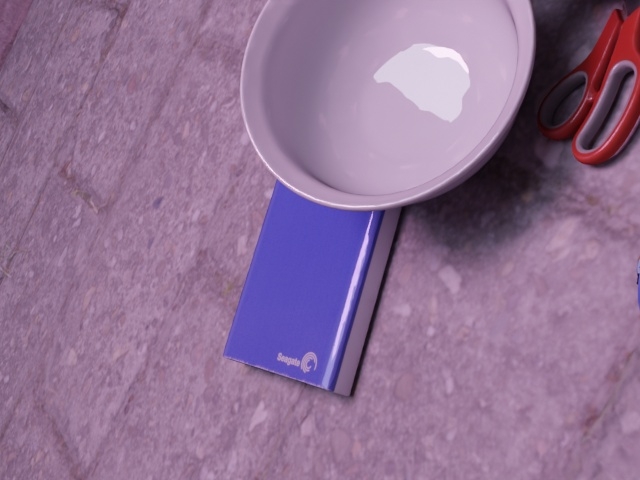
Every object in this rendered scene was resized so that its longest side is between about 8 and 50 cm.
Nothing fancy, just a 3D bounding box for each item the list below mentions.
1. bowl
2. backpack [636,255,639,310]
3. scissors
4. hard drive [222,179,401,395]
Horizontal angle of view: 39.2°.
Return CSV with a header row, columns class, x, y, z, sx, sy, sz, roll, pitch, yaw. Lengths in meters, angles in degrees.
class,x,y,z,sx,sy,sz,roll,pitch,yaw
bowl,0.078,-0.154,0.893,0.298,0.134,0.298,-7,72,23
backpack,0.282,0.012,0.556,0.117,0.173,0.158,16,84,54
scissors,0.286,-0.207,0.795,0.297,0.021,0.109,-62,31,4
hard drive,0.000,0.000,1.029,0.210,0.040,0.319,6,77,52
